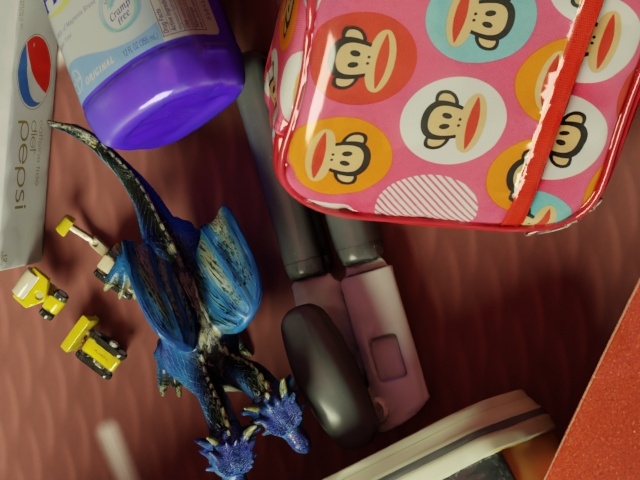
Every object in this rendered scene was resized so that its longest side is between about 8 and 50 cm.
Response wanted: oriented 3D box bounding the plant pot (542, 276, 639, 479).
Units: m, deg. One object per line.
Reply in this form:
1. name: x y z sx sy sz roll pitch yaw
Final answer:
1. plant pot: 0.291 0.073 0.937 0.236 0.267 0.267 26 104 12

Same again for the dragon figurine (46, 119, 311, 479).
1. dragon figurine: -0.090 0.031 1.102 0.085 0.144 0.289 -21 88 -17

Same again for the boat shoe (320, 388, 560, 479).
1. boat shoe: -0.044 0.275 1.101 0.500 0.187 0.156 -29 80 11

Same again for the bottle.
1. bottle: -0.148 -0.207 1.127 0.118 0.092 0.282 -31 75 38

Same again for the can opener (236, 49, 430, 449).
1. can opener: 0.000 0.000 1.110 0.076 0.095 0.283 -17 89 16

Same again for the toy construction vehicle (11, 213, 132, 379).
1. toy construction vehicle: -0.169 0.040 1.197 0.098 0.035 0.086 35 104 3

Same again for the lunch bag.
1. lunch bag: 0.109 -0.143 0.996 0.258 0.120 0.293 6 127 -10

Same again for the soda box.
1. soda box: -0.240 -0.090 1.184 0.069 0.074 0.216 8 96 16
